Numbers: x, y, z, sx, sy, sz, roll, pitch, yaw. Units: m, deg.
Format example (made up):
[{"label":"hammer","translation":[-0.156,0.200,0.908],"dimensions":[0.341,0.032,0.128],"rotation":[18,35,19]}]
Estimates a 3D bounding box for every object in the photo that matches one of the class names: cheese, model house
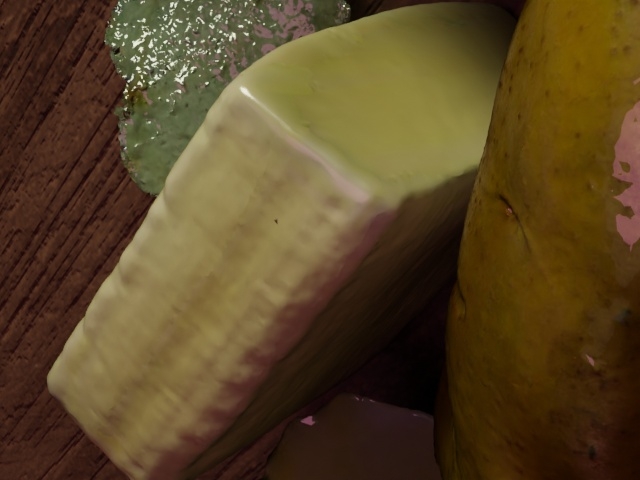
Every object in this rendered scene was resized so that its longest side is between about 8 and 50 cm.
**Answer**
[{"label":"cheese","translation":[0.000,0.000,0.657],"dimensions":[0.124,0.242,0.265],"rotation":[45,129,10]},{"label":"model house","translation":[0.068,0.225,0.736],"dimensions":[0.193,0.170,0.211],"rotation":[9,153,27]}]

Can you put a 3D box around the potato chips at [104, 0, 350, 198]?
[{"label":"potato chips","translation":[-0.056,-0.132,0.718],"dimensions":[0.167,0.059,0.228],"rotation":[-9,78,18]}]

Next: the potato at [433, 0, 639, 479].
[{"label":"potato","translation":[0.134,0.015,0.505],"dimensions":[0.176,0.195,0.369],"rotation":[35,141,33]}]
